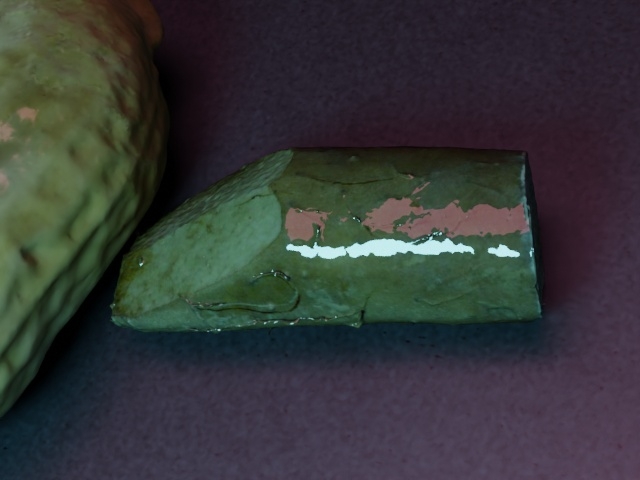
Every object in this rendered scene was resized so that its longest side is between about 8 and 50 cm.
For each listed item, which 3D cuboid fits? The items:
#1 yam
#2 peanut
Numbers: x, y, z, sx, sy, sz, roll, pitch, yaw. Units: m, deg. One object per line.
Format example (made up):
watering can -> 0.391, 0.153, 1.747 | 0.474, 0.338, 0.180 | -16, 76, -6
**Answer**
yam -> 0.000, 0.000, 0.970 | 0.259, 0.106, 0.106 | -1, 60, 17
peanut -> -0.191, -0.021, 1.018 | 0.340, 0.158, 0.174 | -52, 22, -20
